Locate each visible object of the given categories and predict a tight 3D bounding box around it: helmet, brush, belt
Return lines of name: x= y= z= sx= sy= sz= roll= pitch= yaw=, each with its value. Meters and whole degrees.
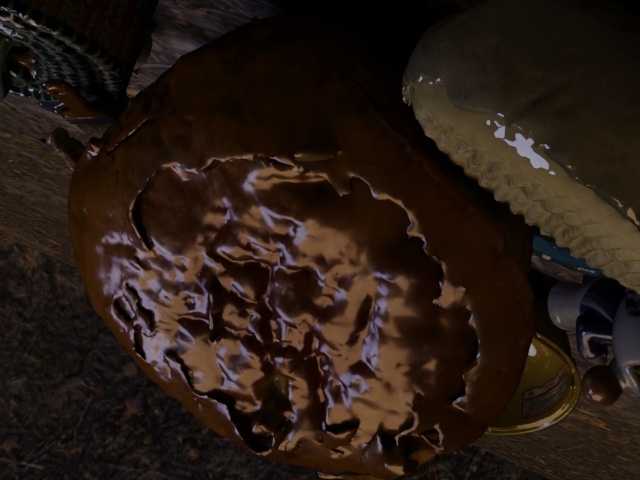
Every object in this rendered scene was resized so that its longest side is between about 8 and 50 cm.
helmet: x=0.184 y=0.103 z=2.140 sx=0.257 sy=0.140 sz=0.205 roll=37 pitch=131 yaw=-27
brush: x=-0.177 y=-0.100 z=1.391 sx=0.043 sy=0.014 sz=0.170 roll=-3 pitch=173 yaw=6
belt: x=-0.226 y=-0.187 z=1.417 sx=0.207 sy=0.160 sz=0.295 roll=23 pitch=169 yaw=-8

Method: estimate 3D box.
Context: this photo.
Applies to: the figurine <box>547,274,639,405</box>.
figurine: x=0.318 y=0.067 z=1.744 sx=0.194 sy=0.133 sz=0.274 roll=-17 pitch=-162 yaw=3

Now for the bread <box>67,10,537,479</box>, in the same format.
bread: x=0.001 y=0.003 z=1.427 sx=0.358 sy=0.204 sz=0.337 roll=48 pitch=131 yaw=-8

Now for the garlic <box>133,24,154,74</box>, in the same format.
garlic: x=-0.213 y=-0.186 z=1.669 sx=0.152 sy=0.066 sz=0.084 roll=27 pitch=171 yaw=-37

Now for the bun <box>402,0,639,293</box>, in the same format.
bun: x=0.188 y=-0.068 z=1.212 sx=0.287 sy=0.146 sz=0.287 roll=38 pitch=175 yaw=4

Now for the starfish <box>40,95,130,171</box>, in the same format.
starfish: x=-0.110 y=-0.048 z=1.667 sx=0.299 sy=0.060 sz=0.302 roll=56 pitch=-147 yaw=10

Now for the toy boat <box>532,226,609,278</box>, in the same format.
toy boat: x=0.218 y=-0.012 z=1.632 sx=0.185 sy=0.075 sz=0.077 roll=20 pitch=169 yaw=-16
